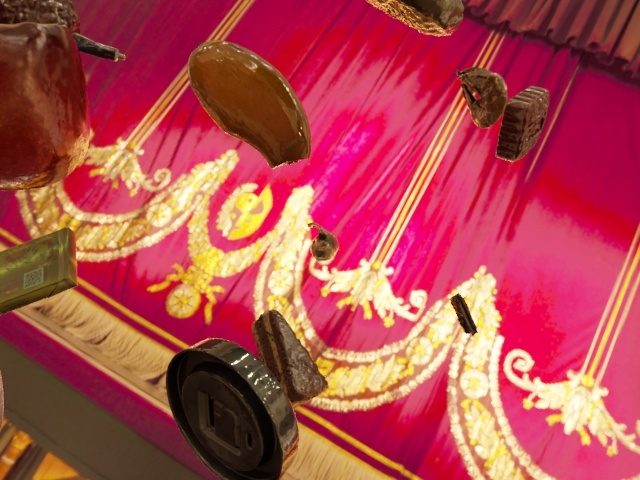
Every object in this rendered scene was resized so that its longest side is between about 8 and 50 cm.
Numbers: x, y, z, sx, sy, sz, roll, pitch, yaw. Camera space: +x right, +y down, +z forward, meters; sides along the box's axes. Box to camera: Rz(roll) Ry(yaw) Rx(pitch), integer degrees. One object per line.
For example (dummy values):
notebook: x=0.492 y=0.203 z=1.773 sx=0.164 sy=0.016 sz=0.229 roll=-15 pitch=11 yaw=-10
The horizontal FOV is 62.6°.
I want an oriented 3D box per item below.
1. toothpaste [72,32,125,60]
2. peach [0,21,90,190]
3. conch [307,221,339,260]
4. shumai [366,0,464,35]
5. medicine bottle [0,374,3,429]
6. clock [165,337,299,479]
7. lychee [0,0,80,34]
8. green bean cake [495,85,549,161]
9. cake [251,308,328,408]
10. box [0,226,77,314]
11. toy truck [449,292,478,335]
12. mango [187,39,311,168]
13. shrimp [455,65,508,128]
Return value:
toothpaste: x=-0.338 y=-0.290 z=0.798 sx=0.083 sy=0.027 sz=0.019 roll=15 pitch=-9 yaw=-11
peach: x=-0.402 y=-0.178 z=0.657 sx=0.274 sy=0.249 sz=0.245 roll=2 pitch=-47 yaw=49
conch: x=0.007 y=0.001 z=1.171 sx=0.064 sy=0.088 sz=0.180 roll=-9 pitch=-10 yaw=-1
shumai: x=0.160 y=-0.599 z=0.965 sx=0.397 sy=0.324 sz=0.324 roll=39 pitch=18 yaw=7
medicine bottle: x=-0.763 y=0.299 z=0.919 sx=0.211 sy=0.212 sz=0.325 roll=15 pitch=13 yaw=40
clock: x=-0.175 y=0.334 z=1.015 sx=0.312 sy=0.061 sz=0.313 roll=15 pitch=-62 yaw=32
lychee: x=-0.630 y=-0.435 z=1.068 sx=0.260 sy=0.261 sz=0.261 roll=28 pitch=-18 yaw=10
green bean cake: x=0.432 y=-0.246 z=1.119 sx=0.056 sy=0.135 sz=0.136 roll=25 pitch=-45 yaw=31
cake: x=-0.103 y=0.296 z=1.276 sx=0.112 sy=0.135 sz=0.246 roll=-39 pitch=-96 yaw=29
box: x=-0.742 y=0.091 z=1.267 sx=0.043 sy=0.310 sz=0.173 roll=72 pitch=-4 yaw=-52
toy truck: x=0.233 y=0.118 z=0.860 sx=0.083 sy=0.024 sz=0.032 roll=63 pitch=-4 yaw=-19
mango: x=-0.154 y=-0.314 z=1.205 sx=0.359 sy=0.187 sz=0.144 roll=38 pitch=17 yaw=-2
shrimp: x=0.304 y=-0.287 z=1.024 sx=0.042 sy=0.190 sz=0.101 roll=5 pitch=-54 yaw=-20
